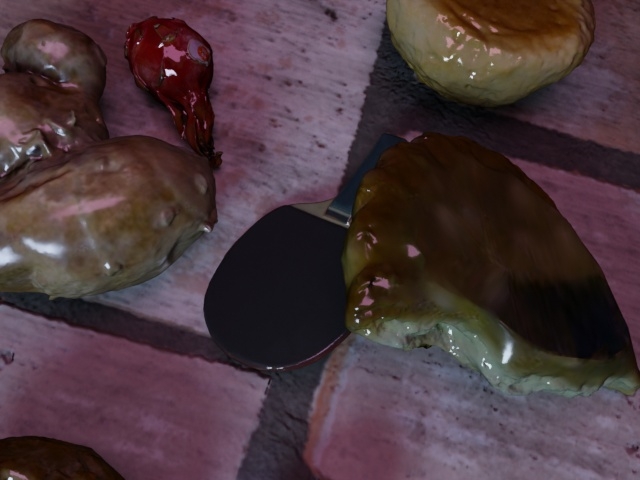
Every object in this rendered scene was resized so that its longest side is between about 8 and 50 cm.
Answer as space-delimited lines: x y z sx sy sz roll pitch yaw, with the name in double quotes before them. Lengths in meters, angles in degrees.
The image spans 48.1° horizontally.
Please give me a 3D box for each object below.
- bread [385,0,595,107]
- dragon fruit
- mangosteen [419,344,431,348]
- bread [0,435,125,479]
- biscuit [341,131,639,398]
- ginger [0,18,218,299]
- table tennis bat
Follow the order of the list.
"bread" 0.186 -0.259 0.839 0.245 0.134 0.244 3 64 -7
"dragon fruit" -0.147 -0.172 0.797 0.094 0.094 0.190 -31 81 -17
"mangosteen" 0.092 0.063 0.711 0.081 0.081 0.080 2 66 -4
"bread" -0.234 0.249 0.537 0.230 0.123 0.230 18 40 -16
"biscuit" 0.158 0.035 0.669 0.335 0.078 0.329 -21 71 -41
"ginger" -0.259 -0.078 0.701 0.245 0.155 0.304 -33 73 -16
"table tennis bat" 0.000 0.000 0.736 0.174 0.022 0.301 23 63 28
